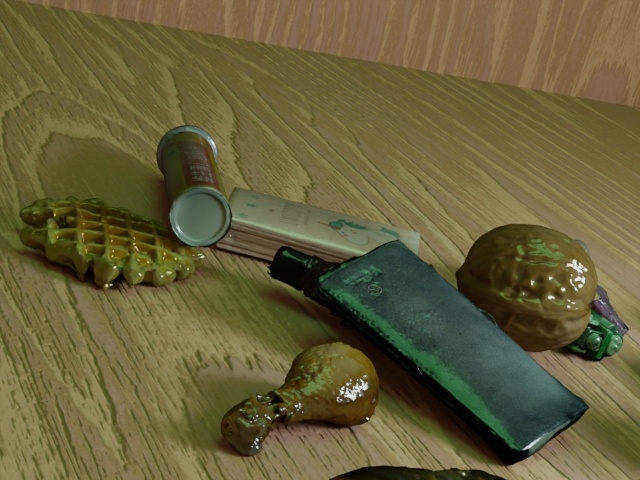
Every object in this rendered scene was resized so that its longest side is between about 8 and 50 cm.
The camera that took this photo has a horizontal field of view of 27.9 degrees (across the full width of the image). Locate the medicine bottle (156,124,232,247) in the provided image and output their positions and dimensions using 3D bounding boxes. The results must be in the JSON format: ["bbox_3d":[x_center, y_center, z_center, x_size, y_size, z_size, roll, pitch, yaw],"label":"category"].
[{"bbox_3d":[-0.201,-0.091,2.065,0.108,0.108,0.426,11,14,-13],"label":"medicine bottle"}]

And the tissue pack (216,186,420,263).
[{"bbox_3d":[0.000,0.000,2.090,0.325,0.071,0.170,14,22,-1],"label":"tissue pack"}]

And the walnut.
[{"bbox_3d":[0.308,0.071,1.948,0.213,0.213,0.213,14,19,-5],"label":"walnut"}]

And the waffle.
[{"bbox_3d":[-0.308,-0.004,1.887,0.261,0.056,0.250,24,20,26],"label":"waffle"}]

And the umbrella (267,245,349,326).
[{"bbox_3d":[0.074,0.092,1.875,0.326,0.094,0.090,23,65,15],"label":"umbrella"}]

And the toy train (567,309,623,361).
[{"bbox_3d":[0.408,0.132,2.060,0.104,0.071,0.178,17,15,-32],"label":"toy train"}]

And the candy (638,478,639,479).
[{"bbox_3d":[0.437,0.321,1.522,0.198,0.094,0.106,7,-14,-12],"label":"candy"}]

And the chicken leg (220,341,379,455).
[{"bbox_3d":[-0.022,0.190,1.538,0.107,0.087,0.251,36,31,27],"label":"chicken leg"}]

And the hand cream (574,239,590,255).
[{"bbox_3d":[0.362,0.037,2.107,0.084,0.084,0.203,4,-15,-31],"label":"hand cream"}]

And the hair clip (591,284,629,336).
[{"bbox_3d":[0.451,0.083,2.204,0.146,0.056,0.187,43,3,-15],"label":"hair clip"}]

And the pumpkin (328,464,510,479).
[{"bbox_3d":[0.158,0.316,1.309,0.258,0.095,0.290,4,19,-21],"label":"pumpkin"}]

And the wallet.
[{"bbox_3d":[0.175,0.141,1.734,0.379,0.046,0.190,41,41,25],"label":"wallet"}]
